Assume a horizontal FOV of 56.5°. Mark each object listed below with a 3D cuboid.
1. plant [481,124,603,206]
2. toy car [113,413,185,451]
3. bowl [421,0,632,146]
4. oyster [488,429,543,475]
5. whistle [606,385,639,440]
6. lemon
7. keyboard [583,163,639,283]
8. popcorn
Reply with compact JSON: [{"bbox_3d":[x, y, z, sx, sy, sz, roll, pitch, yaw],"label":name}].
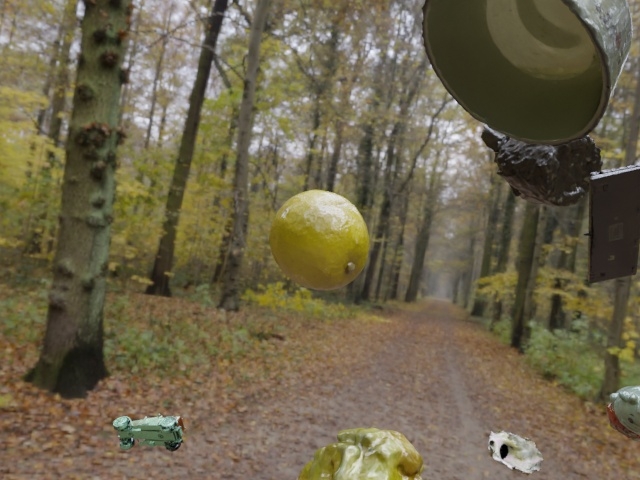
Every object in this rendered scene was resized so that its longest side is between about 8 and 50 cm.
[{"bbox_3d":[0.583,-0.227,1.636,0.215,0.213,0.312,37,-2,-38],"label":"plant"},{"bbox_3d":[-0.353,0.393,1.228,0.143,0.073,0.054,-2,29,11],"label":"toy car"},{"bbox_3d":[0.214,-0.209,0.596,0.211,0.112,0.211,38,-18,14],"label":"bowl"},{"bbox_3d":[0.542,0.611,1.691,0.132,0.072,0.209,-20,20,-29],"label":"oyster"},{"bbox_3d":[0.628,0.341,1.185,0.105,0.102,0.253,-30,-24,6],"label":"whistle"},{"bbox_3d":[0.000,0.000,1.972,0.347,0.348,0.348,9,-3,0],"label":"lemon"},{"bbox_3d":[0.555,-0.023,1.136,0.106,0.027,0.317,-12,-42,13],"label":"keyboard"},{"bbox_3d":[0.062,0.467,1.034,0.252,0.286,0.215,1,-50,38],"label":"popcorn"}]
